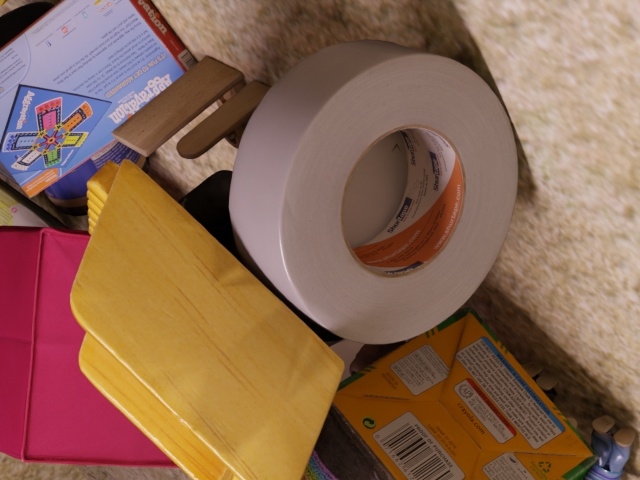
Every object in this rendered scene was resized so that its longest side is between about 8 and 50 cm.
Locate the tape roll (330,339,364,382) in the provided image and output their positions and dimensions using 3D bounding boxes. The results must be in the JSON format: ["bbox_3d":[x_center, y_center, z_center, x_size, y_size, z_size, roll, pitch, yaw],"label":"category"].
[{"bbox_3d":[-0.020,0.235,1.824,0.246,0.169,0.246,167,90,-69],"label":"tape roll"}]

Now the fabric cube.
[{"bbox_3d":[-0.249,0.117,1.996,0.258,0.254,0.259,-1,83,65],"label":"fabric cube"}]

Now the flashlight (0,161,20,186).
[{"bbox_3d":[-0.455,-0.161,2.275,0.304,0.103,0.103,34,152,38],"label":"flashlight"}]

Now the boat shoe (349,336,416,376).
[{"bbox_3d":[0.129,0.193,1.712,0.257,0.095,0.095,46,160,8],"label":"boat shoe"}]

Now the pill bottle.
[{"bbox_3d":[-0.283,-0.145,1.917,0.123,0.123,0.219,24,146,49],"label":"pill bottle"}]

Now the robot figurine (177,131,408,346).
[{"bbox_3d":[0.002,-0.002,1.509,0.173,0.209,0.278,62,153,2],"label":"robot figurine"}]

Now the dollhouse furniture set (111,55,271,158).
[{"bbox_3d":[-0.085,-0.061,1.660,0.144,0.123,0.151,29,152,43],"label":"dollhouse furniture set"}]

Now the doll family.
[{"bbox_3d":[0.203,0.180,1.566,0.193,0.076,0.111,40,139,35],"label":"doll family"}]

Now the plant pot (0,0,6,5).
[{"bbox_3d":[-0.302,-0.331,1.535,0.187,0.212,0.212,39,161,-8],"label":"plant pot"}]

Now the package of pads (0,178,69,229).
[{"bbox_3d":[-0.481,-0.056,2.364,0.296,0.101,0.229,35,179,1],"label":"package of pads"}]

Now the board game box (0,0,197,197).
[{"bbox_3d":[-0.253,-0.159,1.781,0.281,0.027,0.145,-29,102,39],"label":"board game box"}]

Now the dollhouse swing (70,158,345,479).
[{"bbox_3d":[-0.161,0.169,1.405,0.315,0.305,0.347,43,169,2],"label":"dollhouse swing"}]

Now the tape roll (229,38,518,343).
[{"bbox_3d":[0.042,-0.037,1.306,0.072,0.219,0.219,26,149,52],"label":"tape roll"}]

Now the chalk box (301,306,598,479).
[{"bbox_3d":[0.081,0.232,1.546,0.180,0.179,0.289,50,146,18],"label":"chalk box"}]
